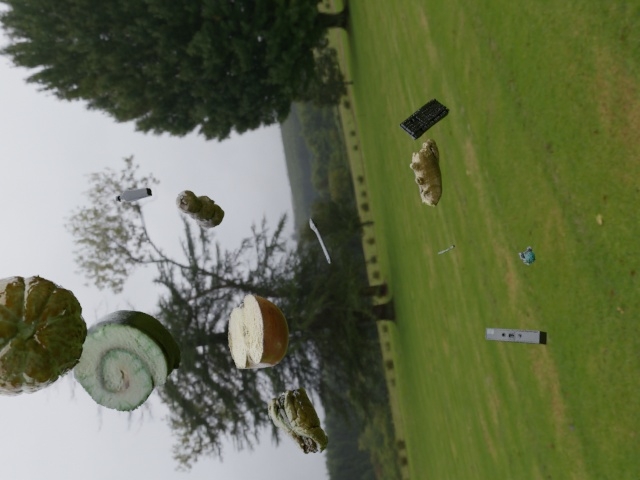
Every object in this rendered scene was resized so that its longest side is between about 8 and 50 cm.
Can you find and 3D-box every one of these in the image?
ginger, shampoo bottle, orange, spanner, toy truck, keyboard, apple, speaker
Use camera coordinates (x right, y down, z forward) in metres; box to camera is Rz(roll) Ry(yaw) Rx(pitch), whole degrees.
[{"bbox_3d":[0.319,-0.200,1.711,0.115,0.081,0.206,-18,-78,-70],"label":"ginger"},{"bbox_3d":[-0.621,-0.150,1.900,0.027,0.137,0.048,-74,-32,-45],"label":"shampoo bottle"},{"bbox_3d":[-0.806,0.252,1.549,0.249,0.329,0.330,-23,74,53],"label":"orange"},{"bbox_3d":[0.000,0.000,2.189,0.046,0.012,0.209,111,140,-55],"label":"spanner"},{"bbox_3d":[-0.381,-0.097,1.817,0.080,0.104,0.204,64,-172,25],"label":"ginger"},{"bbox_3d":[0.629,0.050,1.732,0.044,0.039,0.083,58,-170,23],"label":"toy truck"},{"bbox_3d":[0.321,-0.375,1.749,0.072,0.231,0.023,44,139,6],"label":"keyboard"},{"bbox_3d":[-0.204,0.329,2.066,0.293,0.163,0.252,-29,64,52],"label":"apple"},{"bbox_3d":[0.617,0.302,1.816,0.191,0.046,0.040,-5,73,51],"label":"speaker"}]

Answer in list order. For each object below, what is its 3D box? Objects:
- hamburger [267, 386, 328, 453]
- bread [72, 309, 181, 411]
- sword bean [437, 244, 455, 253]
[{"bbox_3d":[-0.054,0.516,1.645,0.206,0.130,0.183,41,164,23],"label":"hamburger"},{"bbox_3d":[-0.701,0.440,2.095,0.129,0.381,0.367,-71,-16,-74],"label":"bread"},{"bbox_3d":[0.440,0.033,2.001,0.083,0.012,0.012,-33,61,53],"label":"sword bean"}]
